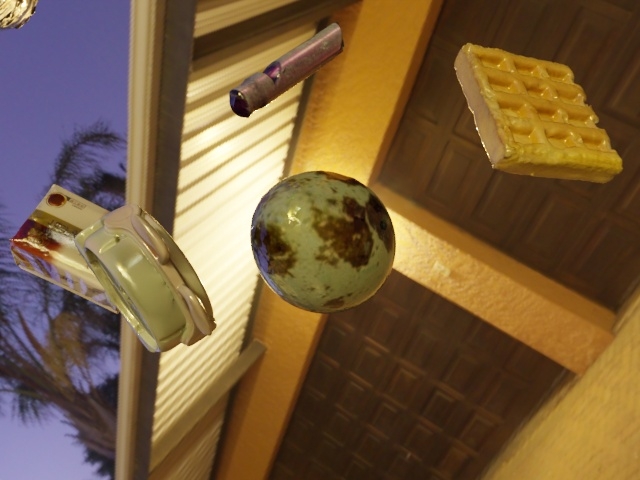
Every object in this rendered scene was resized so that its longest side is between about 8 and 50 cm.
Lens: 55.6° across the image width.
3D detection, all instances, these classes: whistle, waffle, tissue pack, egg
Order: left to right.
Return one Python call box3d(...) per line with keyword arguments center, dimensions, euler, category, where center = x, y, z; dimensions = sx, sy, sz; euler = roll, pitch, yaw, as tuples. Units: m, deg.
box3d(center=(-0.314, 0.012, 0.816), dimensions=(0.106, 0.149, 0.099), euler=(-66, 4, -28), category="tissue pack")
box3d(center=(-0.028, -0.176, 0.621), dimensions=(0.176, 0.033, 0.033), euler=(-45, -21, -36), category="whistle")
box3d(center=(0.000, 0.000, 0.718), dimensions=(0.169, 0.169, 0.231), euler=(-59, -25, 0), category="egg")
box3d(center=(0.343, -0.203, 0.975), dimensions=(0.055, 0.221, 0.247), euler=(119, 149, -50), category="waffle")

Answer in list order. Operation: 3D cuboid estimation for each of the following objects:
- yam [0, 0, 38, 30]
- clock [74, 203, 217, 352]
box3d(center=(-0.216, -0.168, 0.371), dimensions=(0.078, 0.078, 0.179), euler=(-61, 23, 7), category="yam")
box3d(center=(-0.164, 0.039, 0.577), dimensions=(0.062, 0.151, 0.191), euler=(-35, 11, -25), category="clock")
